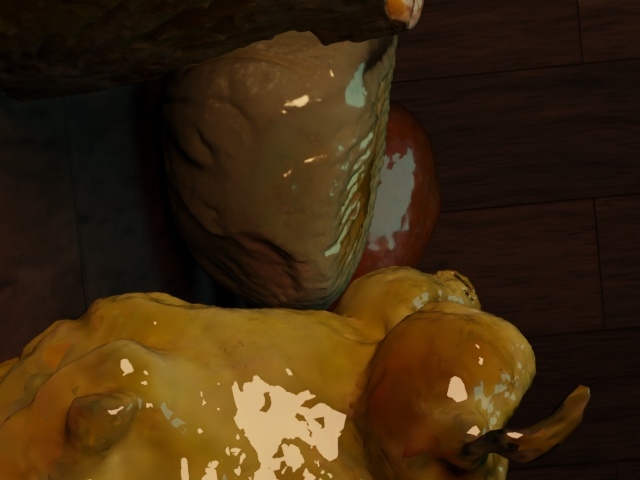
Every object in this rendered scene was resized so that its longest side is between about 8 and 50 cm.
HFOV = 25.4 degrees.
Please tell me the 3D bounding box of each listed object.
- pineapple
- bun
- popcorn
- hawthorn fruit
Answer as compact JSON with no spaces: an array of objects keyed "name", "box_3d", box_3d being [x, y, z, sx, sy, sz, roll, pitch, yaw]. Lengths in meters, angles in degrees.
[{"name":"pineapple","box_3d":[-0.067,-0.110,0.484,0.236,0.186,0.114,14,70,-41]},{"name":"bun","box_3d":[-0.030,-0.075,0.948,0.244,0.153,0.243,15,90,-87]},{"name":"popcorn","box_3d":[-0.019,0.095,0.465,0.173,0.195,0.168,88,-10,-69]},{"name":"hawthorn fruit","box_3d":[0.000,0.000,1.161,0.199,0.200,0.251,78,20,-61]}]
